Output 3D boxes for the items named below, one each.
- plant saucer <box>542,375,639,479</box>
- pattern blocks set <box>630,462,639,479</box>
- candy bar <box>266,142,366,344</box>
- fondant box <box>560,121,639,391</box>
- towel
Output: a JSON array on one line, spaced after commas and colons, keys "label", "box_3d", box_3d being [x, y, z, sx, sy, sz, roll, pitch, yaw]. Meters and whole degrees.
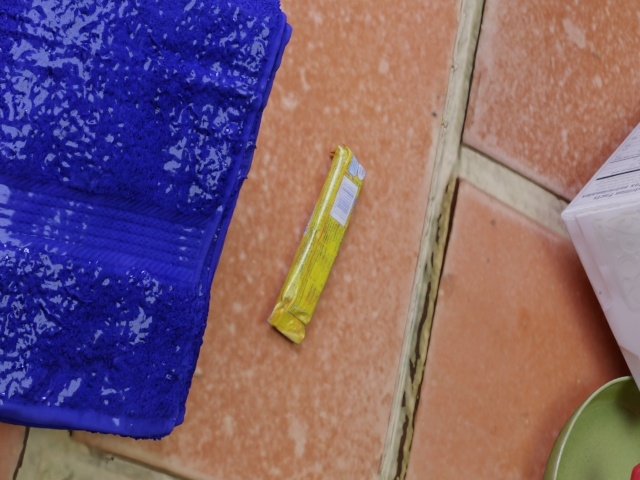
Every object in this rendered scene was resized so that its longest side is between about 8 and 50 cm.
[{"label": "plant saucer", "box_3d": [0.263, 0.240, 1.590, 0.241, 0.037, 0.241, 5, 84, -46]}, {"label": "pattern blocks set", "box_3d": [0.222, 0.368, 1.503, 0.285, 0.026, 0.325, -17, 106, -37]}, {"label": "candy bar", "box_3d": [0.000, 0.000, 1.353, 0.040, 0.018, 0.161, 42, 58, -39]}, {"label": "fondant box", "box_3d": [0.367, -0.008, 1.649, 0.330, 0.096, 0.238, -44, 114, -44]}, {"label": "towel", "box_3d": [-0.134, -0.031, 1.128, 0.228, 0.076, 0.308, 12, 92, -46]}]
